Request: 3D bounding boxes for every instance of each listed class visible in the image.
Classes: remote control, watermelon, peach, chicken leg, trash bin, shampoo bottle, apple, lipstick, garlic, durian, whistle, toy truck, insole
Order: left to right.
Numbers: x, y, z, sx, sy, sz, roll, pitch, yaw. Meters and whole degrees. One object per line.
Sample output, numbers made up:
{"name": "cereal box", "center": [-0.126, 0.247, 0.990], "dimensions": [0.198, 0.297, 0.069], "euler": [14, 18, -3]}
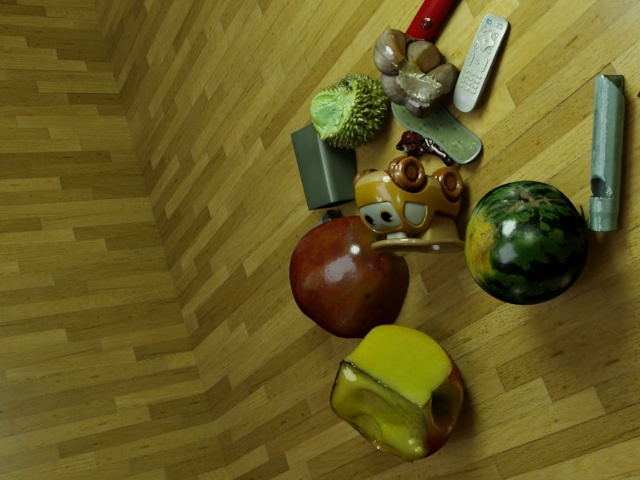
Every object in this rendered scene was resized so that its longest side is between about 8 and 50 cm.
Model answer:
{"name": "shampoo bottle", "center": [0.000, 0.000, 2.429], "dimensions": [0.086, 0.056, 0.227], "euler": [62, 140, 22]}
{"name": "trash bin", "center": [0.016, -0.221, 2.319], "dimensions": [0.164, 0.122, 0.240], "euler": [-13, 87, 56]}
{"name": "apple", "center": [0.081, 0.101, 2.247], "dimensions": [0.365, 0.329, 0.295], "euler": [-47, 18, 43]}
{"name": "durian", "center": [0.087, -0.352, 2.141], "dimensions": [0.237, 0.176, 0.200], "euler": [-17, 86, 60]}
{"name": "peach", "center": [0.198, 0.392, 2.050], "dimensions": [0.380, 0.242, 0.306], "euler": [16, 130, 40]}
{"name": "garlic", "center": [0.218, -0.402, 1.916], "dimensions": [0.214, 0.191, 0.160], "euler": [31, 125, 5]}
{"name": "toy truck", "center": [0.222, -0.078, 1.923], "dimensions": [0.204, 0.288, 0.212], "euler": [-12, 73, 56]}
{"name": "chicken leg", "center": [0.268, -0.238, 2.007], "dimensions": [0.219, 0.048, 0.089], "euler": [15, 111, 54]}
{"name": "lipstick", "center": [0.266, -0.543, 1.942], "dimensions": [0.073, 0.073, 0.280], "euler": [62, 140, 29]}
{"name": "insole", "center": [0.283, -0.293, 1.968], "dimensions": [0.109, 0.007, 0.322], "euler": [-48, 52, 9]}
{"name": "remote control", "center": [0.375, -0.407, 1.832], "dimensions": [0.073, 0.044, 0.229], "euler": [39, 118, 42]}
{"name": "watermelon", "center": [0.426, 0.009, 1.638], "dimensions": [0.269, 0.269, 0.269], "euler": [13, 106, 54]}
{"name": "whistle", "center": [0.570, -0.172, 1.567], "dimensions": [0.062, 0.062, 0.312], "euler": [13, 105, 54]}

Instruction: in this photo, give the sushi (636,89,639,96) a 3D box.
{"name": "sushi", "center": [0.644, -0.291, 1.447], "dimensions": [0.120, 0.055, 0.052], "euler": [9, 97, 53]}
